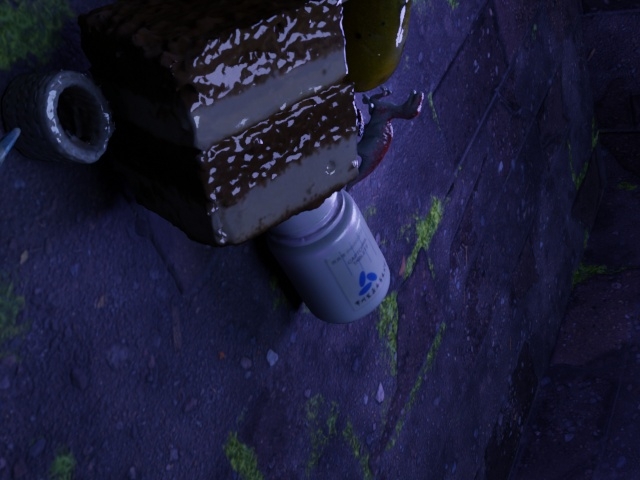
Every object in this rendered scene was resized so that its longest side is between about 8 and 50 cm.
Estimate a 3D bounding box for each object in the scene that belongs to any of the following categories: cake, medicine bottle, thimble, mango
[{"bbox_3d":[-0.122,-0.180,1.160,0.282,0.255,0.290,-31,129,-27],"label":"cake"},{"bbox_3d":[0.000,0.000,1.542,0.293,0.170,0.170,58,45,-41],"label":"medicine bottle"},{"bbox_3d":[-0.317,-0.149,1.079,0.115,0.090,0.102,48,54,-47],"label":"thimble"},{"bbox_3d":[0.074,-0.391,1.555,0.176,0.176,0.330,-53,164,-28],"label":"mango"}]

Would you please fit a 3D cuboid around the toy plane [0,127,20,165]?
[{"bbox_3d":[-0.407,-0.031,0.958,0.192,0.088,0.262,69,28,-43],"label":"toy plane"}]

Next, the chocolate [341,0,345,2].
[{"bbox_3d":[-0.014,-0.476,1.321,0.314,0.296,0.326,-68,149,-51],"label":"chocolate"}]

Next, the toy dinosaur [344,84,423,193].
[{"bbox_3d":[0.101,-0.183,1.715,0.053,0.167,0.242,-19,123,-60],"label":"toy dinosaur"}]

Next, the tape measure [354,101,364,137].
[{"bbox_3d":[-0.041,-0.186,1.422,0.135,0.202,0.223,64,33,-45],"label":"tape measure"}]
